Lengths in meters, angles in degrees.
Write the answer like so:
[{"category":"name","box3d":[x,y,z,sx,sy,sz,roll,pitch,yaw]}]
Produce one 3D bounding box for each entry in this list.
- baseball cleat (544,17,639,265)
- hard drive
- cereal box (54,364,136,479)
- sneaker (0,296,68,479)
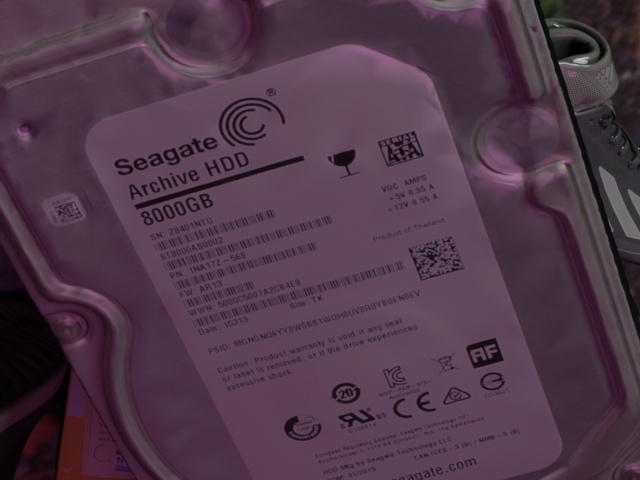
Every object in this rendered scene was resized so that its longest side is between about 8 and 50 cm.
[{"category":"baseball cleat","box3d":[0.133,-0.044,0.922,0.206,0.072,0.109,9,125,-35]},{"category":"hard drive","box3d":[0.000,0.000,0.796,0.236,0.064,0.339,-16,127,9]},{"category":"cereal box","box3d":[-0.026,0.026,0.887,0.173,0.047,0.240,7,128,-9]},{"category":"sneaker","box3d":[-0.206,0.119,0.845,0.222,0.083,0.118,-26,148,-41]}]
